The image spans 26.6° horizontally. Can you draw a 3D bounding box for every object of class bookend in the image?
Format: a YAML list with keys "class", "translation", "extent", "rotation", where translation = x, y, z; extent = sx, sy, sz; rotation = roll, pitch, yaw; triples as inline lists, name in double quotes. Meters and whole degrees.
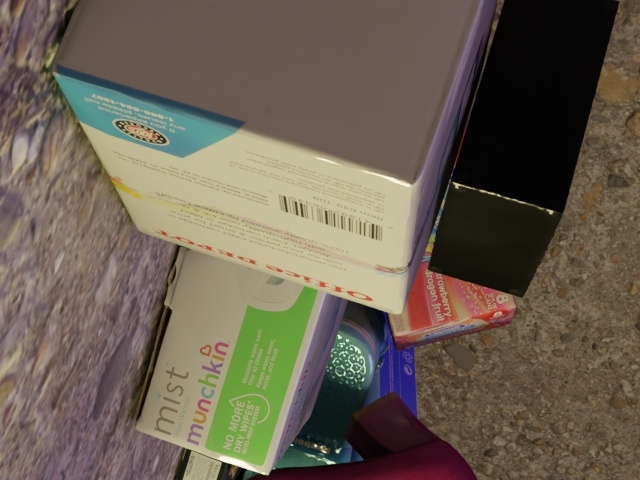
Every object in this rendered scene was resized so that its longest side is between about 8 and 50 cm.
- class: "bookend"
  translation: [0.133, -0.066, 0.906]
  extent: [0.156, 0.072, 0.157]
  rotation: [92, 16, -69]

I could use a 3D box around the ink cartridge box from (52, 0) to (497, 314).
- class: "ink cartridge box"
  translation: [-0.010, -0.102, 0.813]
  extent: [0.270, 0.198, 0.197]
  rotation: [86, 23, -73]

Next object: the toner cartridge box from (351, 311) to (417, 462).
- class: "toner cartridge box"
  translation: [0.045, 0.231, 1.779]
  extent: [0.165, 0.075, 0.348]
  rotation: [-34, -141, 34]

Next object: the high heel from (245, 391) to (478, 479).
- class: "high heel"
  translation: [0.004, 0.324, 1.470]
  extent: [0.377, 0.181, 0.127]
  rotation: [-33, 156, -21]

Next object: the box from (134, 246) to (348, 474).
- class: "box"
  translation: [-0.046, 0.039, 1.173]
  extent: [0.231, 0.126, 0.262]
  rotation: [-24, 132, -82]

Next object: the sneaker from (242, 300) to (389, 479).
- class: "sneaker"
  translation: [0.005, 0.202, 1.697]
  extent: [0.208, 0.127, 0.319]
  rotation: [-64, 177, -64]

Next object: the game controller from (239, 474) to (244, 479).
- class: "game controller"
  translation: [-0.094, 0.384, 1.835]
  extent: [0.166, 0.067, 0.319]
  rotation: [-25, 132, -80]

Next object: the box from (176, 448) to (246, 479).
- class: "box"
  translation: [-0.085, 0.171, 1.459]
  extent: [0.220, 0.051, 0.175]
  rotation: [-25, 132, -79]

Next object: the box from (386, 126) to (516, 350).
- class: "box"
  translation: [0.128, -0.032, 1.646]
  extent: [0.142, 0.154, 0.300]
  rotation: [73, 4, -77]
